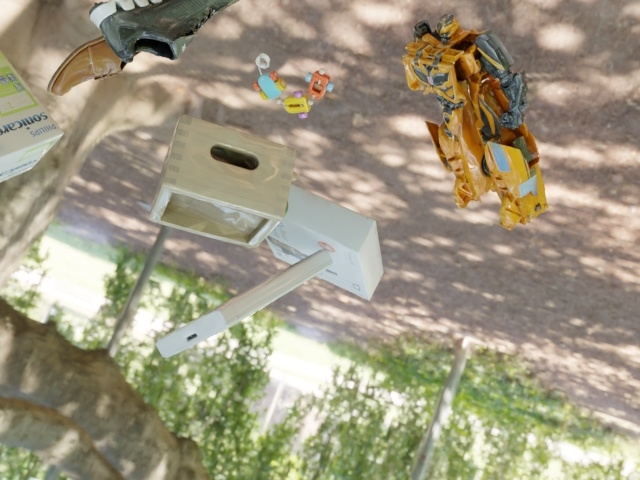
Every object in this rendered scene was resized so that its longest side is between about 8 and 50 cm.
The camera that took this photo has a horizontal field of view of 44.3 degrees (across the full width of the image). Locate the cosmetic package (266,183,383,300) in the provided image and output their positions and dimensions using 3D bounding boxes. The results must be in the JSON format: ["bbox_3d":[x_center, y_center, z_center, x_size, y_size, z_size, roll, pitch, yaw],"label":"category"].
[{"bbox_3d":[0.000,0.000,1.892,0.284,0.097,0.377,22,164,15],"label":"cosmetic package"}]

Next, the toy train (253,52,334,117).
[{"bbox_3d":[-0.053,-0.322,1.603,0.166,0.046,0.125,23,130,7],"label":"toy train"}]

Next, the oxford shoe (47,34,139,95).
[{"bbox_3d":[-0.427,-0.338,1.509,0.076,0.212,0.076,49,168,3],"label":"oxford shoe"}]

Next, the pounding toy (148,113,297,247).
[{"bbox_3d":[-0.080,-0.058,0.758,0.141,0.100,0.130,15,161,-14],"label":"pounding toy"}]

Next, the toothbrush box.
[{"bbox_3d":[-0.586,-0.224,1.239,0.122,0.206,0.283,-33,94,34],"label":"toothbrush box"}]

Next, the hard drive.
[{"bbox_3d":[-0.156,0.132,1.685,0.233,0.353,0.047,-29,91,41],"label":"hard drive"}]

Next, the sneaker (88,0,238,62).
[{"bbox_3d":[-0.210,-0.319,1.155,0.234,0.106,0.078,-22,176,-21],"label":"sneaker"}]

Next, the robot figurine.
[{"bbox_3d":[0.202,-0.159,1.046,0.211,0.085,0.291,32,155,56],"label":"robot figurine"}]
